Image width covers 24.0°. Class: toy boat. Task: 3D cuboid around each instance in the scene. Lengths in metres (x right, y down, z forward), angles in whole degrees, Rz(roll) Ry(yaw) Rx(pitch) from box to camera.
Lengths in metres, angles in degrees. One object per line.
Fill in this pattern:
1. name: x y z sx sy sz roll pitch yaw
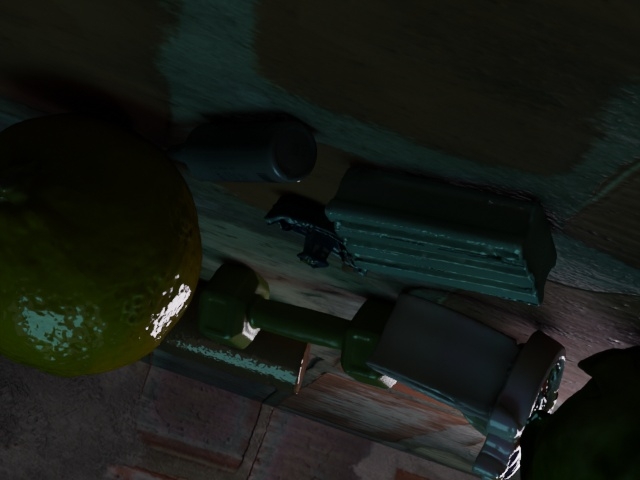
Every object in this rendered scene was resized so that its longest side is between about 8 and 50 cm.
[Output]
1. toy boat: 0.000 0.000 1.639 0.137 0.061 0.060 25 166 -31

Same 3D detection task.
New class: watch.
1. watch: 0.176 0.182 1.907 0.231 0.196 0.244 22 172 17

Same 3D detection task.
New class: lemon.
1. lemon: -0.253 0.005 1.549 0.293 0.293 0.293 18 168 4

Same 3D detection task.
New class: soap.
1. soap: 0.114 -0.007 1.410 0.198 0.063 0.114 12 155 25

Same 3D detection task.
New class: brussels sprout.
1. brussels sprout: 0.378 0.247 1.764 0.294 0.227 0.259 -21 153 7

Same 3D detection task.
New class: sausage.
1. sausage: -0.136 0.144 2.325 0.252 0.123 0.123 16 167 7

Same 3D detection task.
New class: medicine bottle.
1. medicine bottle: -0.086 -0.083 1.416 0.057 0.058 0.199 28 165 -37

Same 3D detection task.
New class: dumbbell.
1. dumbbell: -0.021 0.116 2.061 0.302 0.121 0.108 12 -164 25

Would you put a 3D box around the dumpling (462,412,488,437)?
1. dumpling: 0.262 0.233 2.187 0.150 0.092 0.176 21 163 6

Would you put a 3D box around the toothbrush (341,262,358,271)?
1. toothbrush: 0.090 0.014 1.639 0.028 0.037 0.375 2 175 -19
